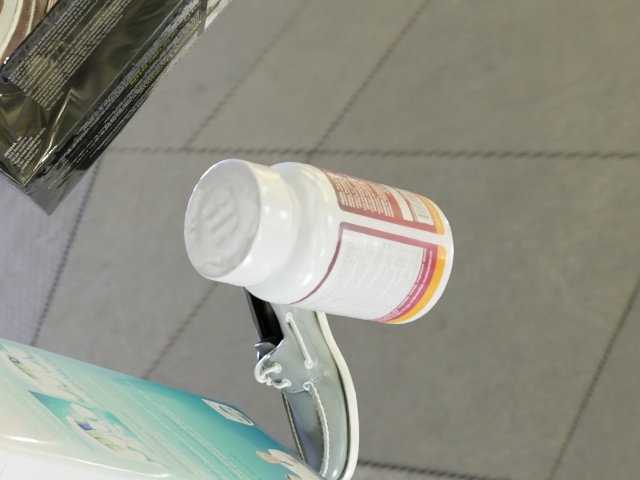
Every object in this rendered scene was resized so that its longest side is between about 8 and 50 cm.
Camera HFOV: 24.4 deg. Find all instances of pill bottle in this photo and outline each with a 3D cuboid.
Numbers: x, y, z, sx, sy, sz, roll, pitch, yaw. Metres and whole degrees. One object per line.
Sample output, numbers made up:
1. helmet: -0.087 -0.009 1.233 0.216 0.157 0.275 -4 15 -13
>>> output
1. pill bottle: 0.000 0.000 1.265 0.121 0.221 0.121 -15 70 45

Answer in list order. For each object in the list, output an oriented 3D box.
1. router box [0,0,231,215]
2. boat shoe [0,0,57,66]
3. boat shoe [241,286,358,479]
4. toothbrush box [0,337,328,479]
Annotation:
1. router box: -0.095 -0.097 0.708 0.179 0.046 0.133 -51 1 -8
2. boat shoe: -0.236 -0.205 1.282 0.095 0.095 0.258 -164 95 -82
3. boat shoe: -0.043 0.121 1.636 0.099 0.320 0.116 -12 -3 -32
4. toothbrush box: -0.141 0.160 0.599 0.126 0.295 0.216 32 96 39
